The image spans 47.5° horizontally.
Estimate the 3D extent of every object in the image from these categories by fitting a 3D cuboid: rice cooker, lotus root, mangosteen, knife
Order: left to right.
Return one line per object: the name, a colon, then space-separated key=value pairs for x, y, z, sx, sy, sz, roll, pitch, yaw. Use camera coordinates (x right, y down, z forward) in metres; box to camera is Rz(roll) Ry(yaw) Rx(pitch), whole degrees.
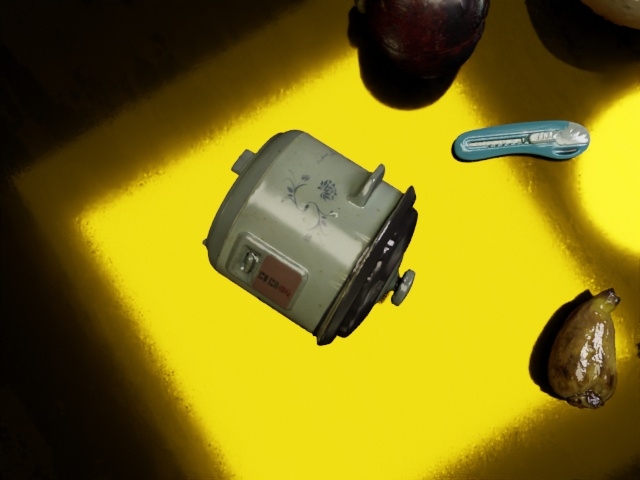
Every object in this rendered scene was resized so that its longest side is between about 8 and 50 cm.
rice cooker: x=0.000 y=0.000 z=1.055 sx=0.316 sy=0.264 sz=0.317 roll=11 pitch=122 yaw=19
mangosteen: x=0.151 y=-0.361 z=1.101 sx=0.216 sy=0.216 sz=0.216 roll=0 pitch=86 yaw=0
knife: x=0.327 y=-0.160 z=1.178 sx=0.222 sy=0.031 sz=0.064 roll=-4 pitch=89 yaw=0
lotus root: x=0.415 y=0.166 z=1.130 sx=0.108 sy=0.094 sz=0.191 roll=24 pitch=74 yaw=-31

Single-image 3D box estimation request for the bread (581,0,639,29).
bread: x=0.483 y=-0.434 z=1.131 sx=0.192 sy=0.171 sz=0.314 roll=-37 pitch=86 yaw=-1
